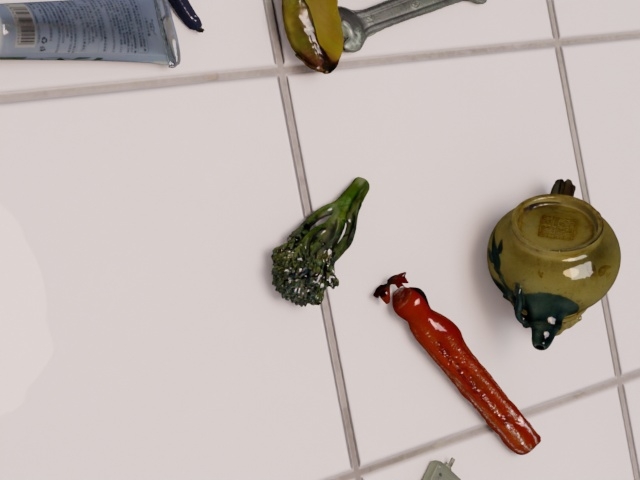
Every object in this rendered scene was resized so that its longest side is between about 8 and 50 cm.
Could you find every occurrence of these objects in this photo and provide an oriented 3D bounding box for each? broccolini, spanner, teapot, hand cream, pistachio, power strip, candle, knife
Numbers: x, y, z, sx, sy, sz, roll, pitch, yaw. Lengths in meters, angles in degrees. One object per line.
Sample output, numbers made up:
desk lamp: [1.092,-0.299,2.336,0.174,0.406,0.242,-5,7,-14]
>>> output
broccolini: [0.009,-0.010,1.525,0.091,0.068,0.202,35,63,-7]
spanner: [0.123,-0.309,1.675,0.302,0.017,0.071,-29,102,-36]
teapot: [0.310,0.035,1.703,0.269,0.173,0.182,-71,163,-48]
hand cream: [-0.260,-0.222,1.357,0.256,0.055,0.088,-10,83,-39]
pistachio: [-0.018,-0.284,1.547,0.090,0.049,0.172,3,79,-55]
power strip: [0.138,0.332,1.608,0.051,0.019,0.136,42,62,-24]
candle: [0.187,0.165,1.644,0.329,0.051,0.048,49,49,-23]
knife: [-0.170,-0.283,1.447,0.018,0.031,0.121,-47,117,-31]
